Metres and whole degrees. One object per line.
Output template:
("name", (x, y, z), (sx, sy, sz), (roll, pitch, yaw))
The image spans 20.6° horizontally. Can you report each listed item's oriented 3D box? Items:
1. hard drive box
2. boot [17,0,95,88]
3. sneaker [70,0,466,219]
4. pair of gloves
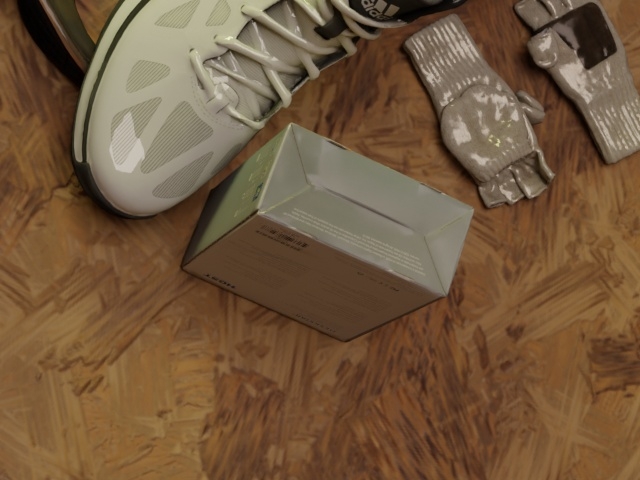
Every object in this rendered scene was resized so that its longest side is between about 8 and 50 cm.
("hard drive box", (0.000, 0.000, 1.558), (0.181, 0.232, 0.089), (25, 70, -15))
("boot", (-0.232, -0.247, 1.611), (0.106, 0.082, 0.219), (-31, 88, -21))
("sneaker", (-0.030, -0.196, 1.512), (0.169, 0.257, 0.447), (41, 81, -27))
("pair of gloves", (0.218, -0.154, 1.781), (0.240, 0.042, 0.204), (-21, 86, -23))
